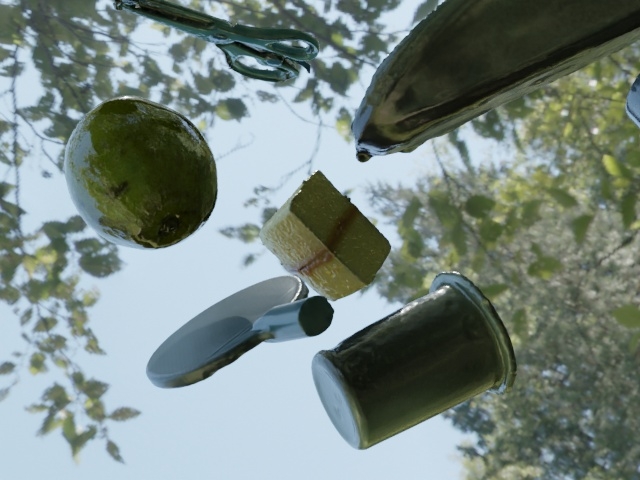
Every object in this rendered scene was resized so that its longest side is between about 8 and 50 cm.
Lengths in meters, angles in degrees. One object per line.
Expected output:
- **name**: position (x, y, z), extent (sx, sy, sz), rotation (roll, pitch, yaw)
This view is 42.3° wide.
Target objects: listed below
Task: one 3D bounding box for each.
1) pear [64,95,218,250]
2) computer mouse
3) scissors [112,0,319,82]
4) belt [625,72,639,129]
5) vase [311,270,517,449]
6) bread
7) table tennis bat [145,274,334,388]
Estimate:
- **pear**: position (-0.251, -0.092, 1.170), extent (0.213, 0.269, 0.212), rotation (-16, -52, -22)
- **computer mouse**: position (0.180, -0.191, 0.716), extent (0.374, 0.203, 0.114), rotation (-26, -91, 10)
- **scissors**: position (-0.170, -0.349, 1.398), extent (0.393, 0.180, 0.032), rotation (11, -110, -39)
- **belt**: position (0.342, -0.137, 0.662), extent (0.142, 0.082, 0.190), rotation (0, -38, -38)
- **vase**: position (0.144, 0.213, 1.405), extent (0.291, 0.245, 0.245), rotation (-23, -58, -17)
- **bread**: position (0.000, 0.000, 1.713), extent (0.240, 0.178, 0.135), rotation (44, -127, -11)
- **table tennis bat**: position (-0.092, 0.101, 0.971), extent (0.215, 0.329, 0.044), rotation (-38, -77, -33)
